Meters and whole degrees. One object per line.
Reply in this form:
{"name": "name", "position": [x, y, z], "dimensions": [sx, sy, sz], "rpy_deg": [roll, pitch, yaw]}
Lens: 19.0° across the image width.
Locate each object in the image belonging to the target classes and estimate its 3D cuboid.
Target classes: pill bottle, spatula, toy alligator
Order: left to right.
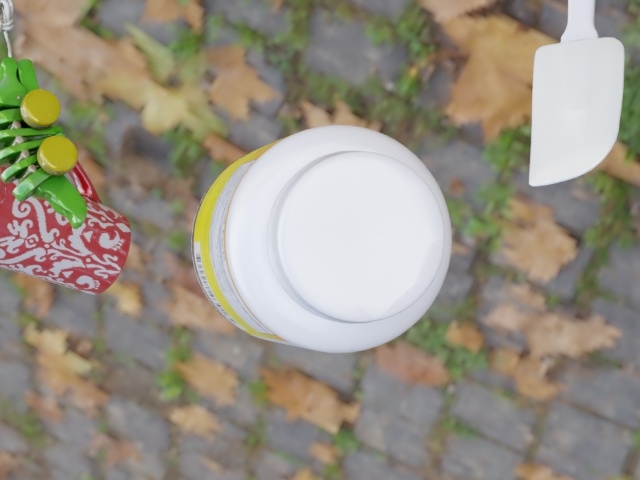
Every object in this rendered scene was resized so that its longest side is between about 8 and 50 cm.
{"name": "toy alligator", "position": [-0.224, -0.092, 1.399], "dimensions": [0.056, 0.051, 0.190], "rpy_deg": [-39, 70, 57]}
{"name": "pill bottle", "position": [0.000, 0.000, 1.022], "dimensions": [0.117, 0.117, 0.215], "rpy_deg": [35, 173, -9]}
{"name": "spatula", "position": [0.194, -0.135, 0.973], "dimensions": [0.168, 0.242, 0.019], "rpy_deg": [-6, 147, 23]}

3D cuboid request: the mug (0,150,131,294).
{"name": "mug", "position": [-0.278, -0.029, 1.945], "dimensions": [0.169, 0.150, 0.113], "rpy_deg": [24, -174, -33]}
